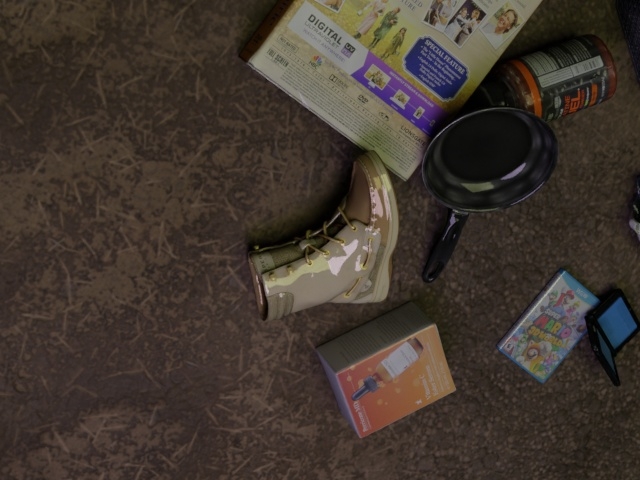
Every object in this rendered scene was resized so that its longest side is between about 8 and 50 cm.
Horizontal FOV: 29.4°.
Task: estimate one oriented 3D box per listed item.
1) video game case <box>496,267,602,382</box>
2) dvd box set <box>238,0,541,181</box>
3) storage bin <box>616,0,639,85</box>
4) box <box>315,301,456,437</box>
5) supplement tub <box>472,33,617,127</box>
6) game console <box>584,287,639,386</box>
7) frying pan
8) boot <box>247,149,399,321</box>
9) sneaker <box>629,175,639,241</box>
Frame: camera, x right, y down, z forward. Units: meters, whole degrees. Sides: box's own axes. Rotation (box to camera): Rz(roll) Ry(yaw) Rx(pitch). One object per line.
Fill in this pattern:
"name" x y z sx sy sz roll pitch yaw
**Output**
"video game case" 0.378 0.141 1.990 0.119 0.015 0.166 37 94 -29
"dvd box set" 0.128 -0.332 1.677 0.307 0.062 0.420 33 96 -28
"storage bin" 0.535 -0.310 1.833 0.122 0.084 0.180 -30 117 -8
"box" 0.101 0.196 1.860 0.170 0.091 0.130 -26 118 -10
"supplement tub" 0.323 -0.223 1.772 0.197 0.106 0.106 -21 117 -12
"game console" 0.488 0.160 2.001 0.071 0.107 0.122 -22 132 19
"frying pan" 0.244 -0.073 1.783 0.197 0.053 0.326 -6 136 -2
"boot" 0.000 0.000 1.724 0.203 0.095 0.262 -11 134 -15
"sneaker" 0.581 -0.080 1.936 0.235 0.094 0.153 -46 128 12
